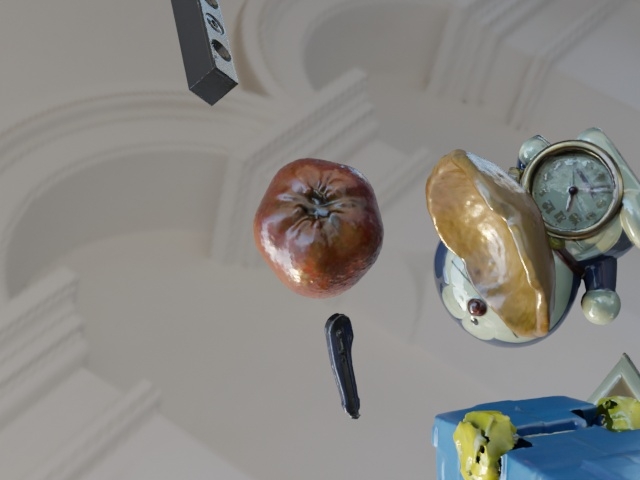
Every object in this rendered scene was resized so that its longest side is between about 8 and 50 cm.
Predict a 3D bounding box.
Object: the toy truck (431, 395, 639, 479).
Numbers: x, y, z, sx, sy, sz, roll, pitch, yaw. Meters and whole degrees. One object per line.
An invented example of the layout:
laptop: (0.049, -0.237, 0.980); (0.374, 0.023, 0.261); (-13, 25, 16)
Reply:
toy truck: (0.212, 0.215, 0.841); (0.161, 0.385, 0.162); (-5, -80, -21)

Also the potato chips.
potato chips: (0.165, -0.005, 1.089); (0.062, 0.195, 0.208); (-27, -46, -10)

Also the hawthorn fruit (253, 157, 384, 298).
hawthorn fruit: (0.000, 0.000, 1.416); (0.163, 0.162, 0.203); (-54, -18, -17)

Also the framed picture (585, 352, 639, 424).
framed picture: (0.277, 0.265, 1.119); (0.217, 0.017, 0.274); (-55, 27, 23)

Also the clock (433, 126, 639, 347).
clock: (0.232, 0.009, 1.250); (0.243, 0.200, 0.146); (-38, -8, 17)

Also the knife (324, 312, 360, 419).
knife: (0.028, 0.142, 1.358); (0.031, 0.018, 0.121); (-10, -91, -32)

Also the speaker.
speaker: (-0.138, -0.238, 1.397); (0.046, 0.191, 0.040); (-37, -45, 23)
